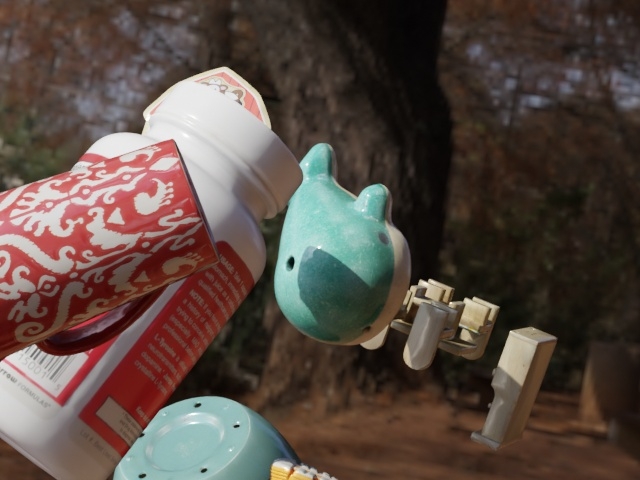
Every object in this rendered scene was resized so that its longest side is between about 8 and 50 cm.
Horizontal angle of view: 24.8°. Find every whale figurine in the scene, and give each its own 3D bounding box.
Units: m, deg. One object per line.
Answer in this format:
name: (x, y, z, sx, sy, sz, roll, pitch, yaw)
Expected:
whale figurine: (0.000, 0.000, 1.810, 0.141, 0.272, 0.216, 10, -44, -39)

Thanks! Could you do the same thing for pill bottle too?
pill bottle: (-0.205, 0.040, 1.520, 0.229, 0.407, 0.229, 35, -15, 11)

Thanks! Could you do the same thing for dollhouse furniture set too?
dollhouse furniture set: (0.187, 0.170, 2.065, 0.242, 0.161, 0.212, 22, 10, 24)

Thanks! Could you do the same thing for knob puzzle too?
knob puzzle: (-0.163, -0.175, 2.081, 0.213, 0.213, 0.030, 9, -30, 14)

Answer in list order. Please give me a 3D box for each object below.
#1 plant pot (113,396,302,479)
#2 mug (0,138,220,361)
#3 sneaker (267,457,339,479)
plant pot: (-0.145, 0.353, 1.952, 0.293, 0.235, 0.293, -13, 31, 8)
mug: (-0.161, 0.005, 1.004, 0.169, 0.113, 0.150, -21, -11, -2)
sneaker: (0.035, 0.303, 1.516, 0.215, 0.083, 0.084, 24, -1, 1)
